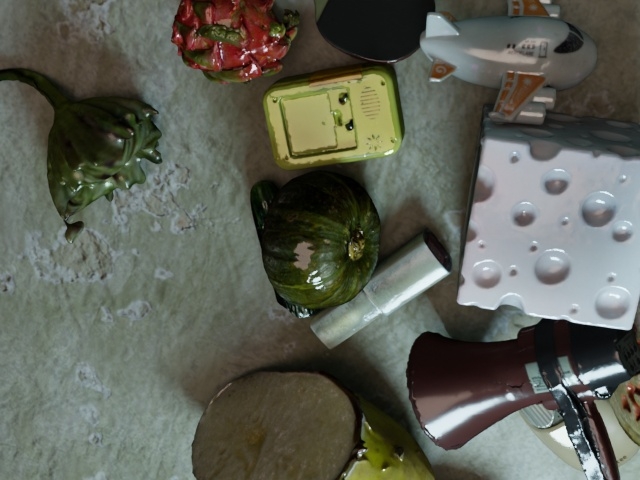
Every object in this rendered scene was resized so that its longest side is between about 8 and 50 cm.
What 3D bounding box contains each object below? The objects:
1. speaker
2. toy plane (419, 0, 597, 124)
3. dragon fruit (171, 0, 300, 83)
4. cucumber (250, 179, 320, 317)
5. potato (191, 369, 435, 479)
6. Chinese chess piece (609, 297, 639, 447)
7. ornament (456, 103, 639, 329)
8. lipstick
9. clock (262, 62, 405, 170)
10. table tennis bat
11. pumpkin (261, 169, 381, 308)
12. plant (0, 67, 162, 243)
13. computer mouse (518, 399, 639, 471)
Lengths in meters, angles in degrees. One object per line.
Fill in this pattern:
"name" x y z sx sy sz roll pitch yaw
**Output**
"speaker" 0.312 0.244 1.177 0.329 0.198 0.259 -15 67 41
"toy plane" 0.259 -0.267 1.086 0.244 0.117 0.245 -2 66 4
"dragon fruit" -0.124 -0.317 1.173 0.172 0.160 0.167 25 80 -1
"cucumber" -0.062 0.012 1.316 0.074 0.074 0.242 -13 104 16
"potato" 0.002 0.413 1.373 0.397 0.290 0.296 -16 135 36
"Chinese chess piece" 0.514 0.180 1.152 0.112 0.270 0.270 -4 110 -5
"ornament" 0.330 -0.045 1.123 0.239 0.239 0.240 8 112 8
"lipstick" 0.096 0.085 1.305 0.252 0.079 0.077 -37 99 20
"clock" 0.022 -0.192 1.209 0.202 0.096 0.144 -7 106 13
"table tennis bat" 0.038 -0.361 1.161 0.274 0.021 0.154 27 90 9
"pumpkin" 0.000 0.000 1.219 0.157 0.223 0.224 9 114 37
"plant" -0.423 -0.199 1.266 0.251 0.180 0.333 -42 94 11
"computer mouse" 0.430 0.296 1.314 0.145 0.082 0.236 -40 99 22
